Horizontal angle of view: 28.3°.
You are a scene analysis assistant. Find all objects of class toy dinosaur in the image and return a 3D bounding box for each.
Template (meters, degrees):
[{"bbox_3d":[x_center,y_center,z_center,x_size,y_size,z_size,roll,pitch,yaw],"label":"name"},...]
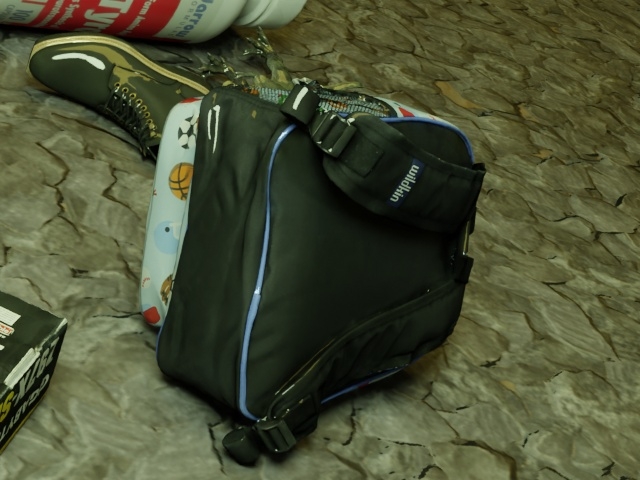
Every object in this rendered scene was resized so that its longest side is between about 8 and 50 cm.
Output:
[{"bbox_3d":[-0.062,-0.183,1.451,0.118,0.064,0.268,39,30,17],"label":"toy dinosaur"}]

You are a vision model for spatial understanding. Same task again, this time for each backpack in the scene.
[{"bbox_3d":[0.000,0.000,0.990,0.263,0.276,0.213,-3,23,-44],"label":"backpack"}]

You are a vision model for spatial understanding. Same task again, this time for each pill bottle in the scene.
[{"bbox_3d":[-0.216,-0.344,1.437,0.408,0.229,0.229,0,35,-35],"label":"pill bottle"}]

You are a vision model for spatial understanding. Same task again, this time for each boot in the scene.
[{"bbox_3d":[-0.192,-0.133,1.256,0.198,0.077,0.137,12,35,-17],"label":"boot"}]

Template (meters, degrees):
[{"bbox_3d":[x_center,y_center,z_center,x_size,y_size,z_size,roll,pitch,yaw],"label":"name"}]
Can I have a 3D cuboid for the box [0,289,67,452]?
[{"bbox_3d":[-0.354,0.072,0.772,0.322,0.079,0.257,23,27,1],"label":"box"}]
